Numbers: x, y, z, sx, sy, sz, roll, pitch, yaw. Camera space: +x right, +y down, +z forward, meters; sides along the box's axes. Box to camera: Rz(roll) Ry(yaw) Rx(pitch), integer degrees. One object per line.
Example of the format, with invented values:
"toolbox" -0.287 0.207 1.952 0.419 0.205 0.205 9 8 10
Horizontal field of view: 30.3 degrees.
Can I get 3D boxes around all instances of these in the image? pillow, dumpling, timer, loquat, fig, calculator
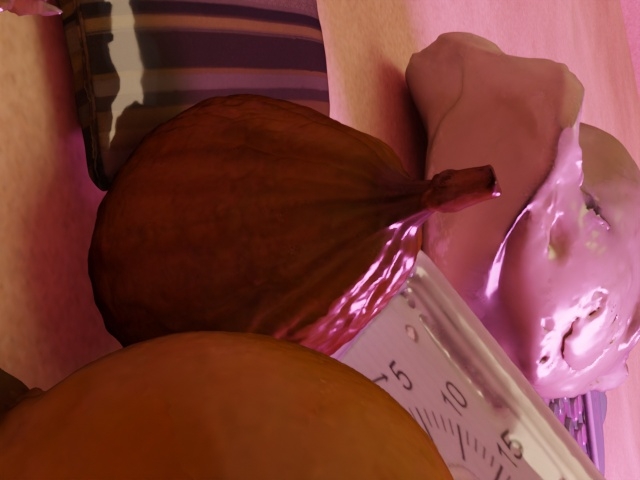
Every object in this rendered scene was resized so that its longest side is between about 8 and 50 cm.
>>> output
"pillow" -0.056 -0.135 0.537 0.208 0.052 0.212 -15 96 -65
"dumpling" 0.137 -0.009 0.891 0.243 0.187 0.318 49 -12 39
"timer" 0.047 0.144 0.569 0.250 0.161 0.257 65 25 -7
"loquat" -0.042 0.107 0.362 0.172 0.204 0.149 -54 171 6
"fig" -0.004 0.004 0.441 0.119 0.153 0.119 7 90 -71
"calculator" 0.216 0.171 1.053 0.299 0.041 0.186 -31 114 -64

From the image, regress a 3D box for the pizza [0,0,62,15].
"pizza" -0.145 -0.149 0.277 0.223 0.089 0.324 -15 98 -62
